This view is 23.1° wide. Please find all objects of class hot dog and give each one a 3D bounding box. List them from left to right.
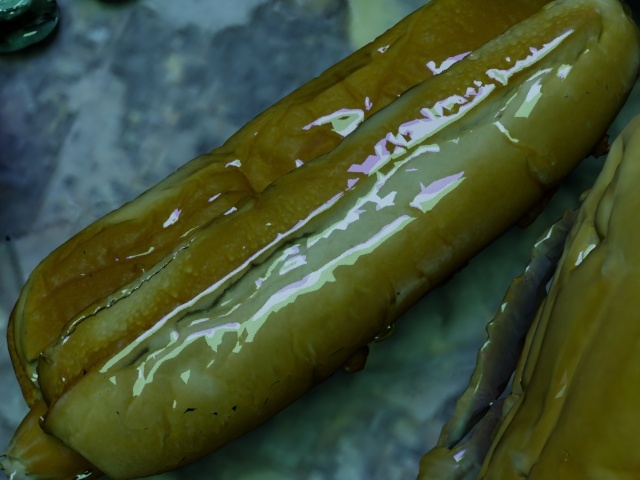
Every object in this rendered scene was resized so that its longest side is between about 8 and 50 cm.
[{"bbox_3d":[0.000,0.000,0.505,0.249,0.076,0.102,-36,34,-7],"label":"hot dog"}]

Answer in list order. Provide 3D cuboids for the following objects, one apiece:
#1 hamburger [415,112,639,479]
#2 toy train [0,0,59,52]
[{"bbox_3d":[0.156,0.103,0.409,0.319,0.158,0.318,-3,74,11],"label":"hamburger"},{"bbox_3d":[-0.103,-0.113,0.574,0.148,0.038,0.071,-24,68,-1],"label":"toy train"}]
